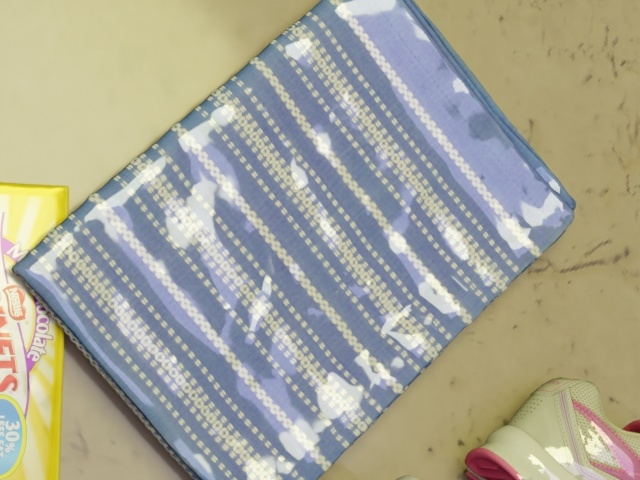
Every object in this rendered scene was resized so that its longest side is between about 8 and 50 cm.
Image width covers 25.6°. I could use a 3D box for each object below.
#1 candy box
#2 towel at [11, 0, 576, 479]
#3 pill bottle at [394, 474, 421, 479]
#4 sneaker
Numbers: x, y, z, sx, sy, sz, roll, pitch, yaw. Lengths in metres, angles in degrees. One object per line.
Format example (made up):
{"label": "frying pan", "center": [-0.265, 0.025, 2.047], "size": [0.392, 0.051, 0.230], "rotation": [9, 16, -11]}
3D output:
{"label": "candy box", "center": [-0.213, 0.065, 0.879], "size": [0.105, 0.027, 0.206], "rotation": [3, 85, -23]}
{"label": "towel", "center": [0.000, 0.000, 0.939], "size": [0.336, 0.040, 0.243], "rotation": [-43, 101, -20]}
{"label": "pill bottle", "center": [-0.016, 0.268, 0.863], "size": [0.265, 0.153, 0.153], "rotation": [-32, 96, -19]}
{"label": "sneaker", "center": [0.225, 0.187, 0.980], "size": [0.252, 0.103, 0.111], "rotation": [42, 70, -16]}
